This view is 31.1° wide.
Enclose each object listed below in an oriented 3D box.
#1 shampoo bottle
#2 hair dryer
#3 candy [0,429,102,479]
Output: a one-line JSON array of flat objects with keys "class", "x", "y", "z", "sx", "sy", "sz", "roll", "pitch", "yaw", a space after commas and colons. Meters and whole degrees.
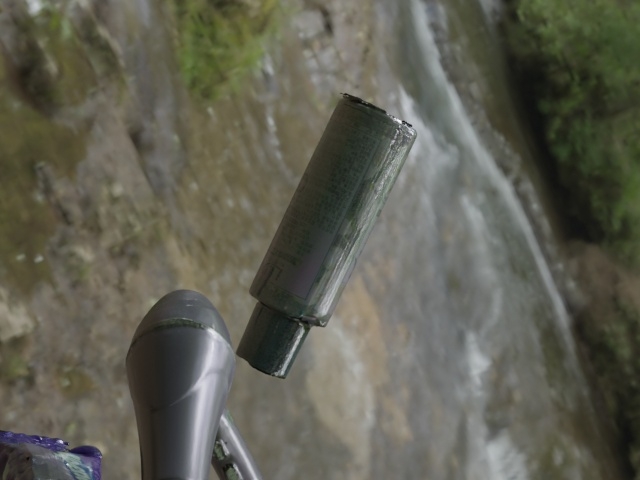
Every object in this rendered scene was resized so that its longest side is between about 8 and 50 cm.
[{"class": "shampoo bottle", "x": 0.000, "y": 0.000, "z": 0.866, "sx": 0.072, "sy": 0.214, "sz": 0.072, "roll": 25, "pitch": 3, "yaw": -1}, {"class": "hair dryer", "x": -0.106, "y": 0.259, "z": 1.284, "sx": 0.301, "sy": 0.121, "sz": 0.361, "roll": -97, "pitch": 165, "yaw": -55}, {"class": "candy", "x": -0.304, "y": 0.285, "z": 1.298, "sx": 0.145, "sy": 0.070, "sz": 0.275, "roll": 14, "pitch": 11, "yaw": -22}]
